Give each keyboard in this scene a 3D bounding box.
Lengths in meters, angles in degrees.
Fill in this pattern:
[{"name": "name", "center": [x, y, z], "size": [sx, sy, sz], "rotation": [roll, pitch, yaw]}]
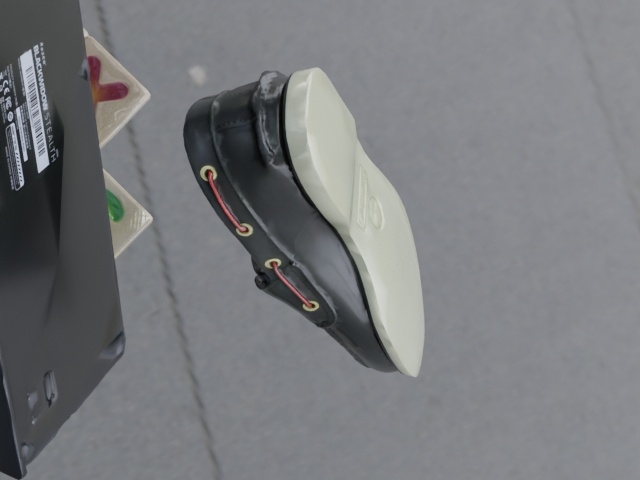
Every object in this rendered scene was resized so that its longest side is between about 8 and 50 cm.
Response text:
[{"name": "keyboard", "center": [-0.096, -0.030, 0.455], "size": [0.100, 0.038, 0.192], "rotation": [-52, 142, -56]}]

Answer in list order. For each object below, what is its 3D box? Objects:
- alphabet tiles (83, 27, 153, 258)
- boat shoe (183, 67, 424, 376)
[{"name": "alphabet tiles", "center": [-0.289, -0.031, 1.106], "size": [0.285, 0.011, 0.342], "rotation": [44, 86, 3]}, {"name": "boat shoe", "center": [0.000, -0.001, 0.519], "size": [0.133, 0.042, 0.049], "rotation": [58, 30, -49]}]
